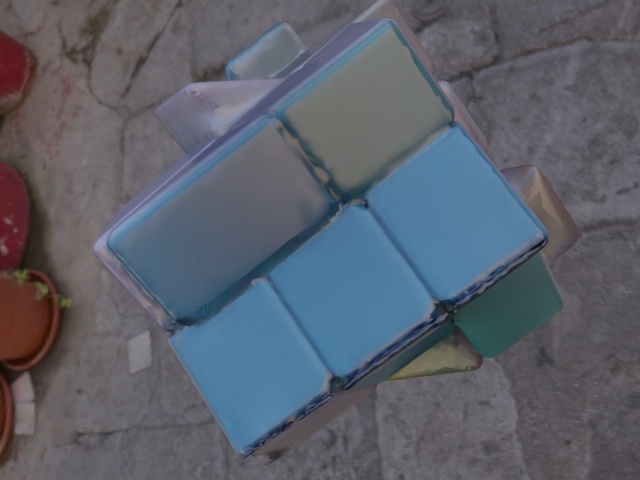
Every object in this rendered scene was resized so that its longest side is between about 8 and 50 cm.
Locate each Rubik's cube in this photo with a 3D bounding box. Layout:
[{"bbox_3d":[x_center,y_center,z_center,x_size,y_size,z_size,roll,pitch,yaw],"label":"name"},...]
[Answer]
[{"bbox_3d":[0.000,0.000,0.657,0.387,0.358,0.368,-35,15,5],"label":"Rubik's cube"}]
